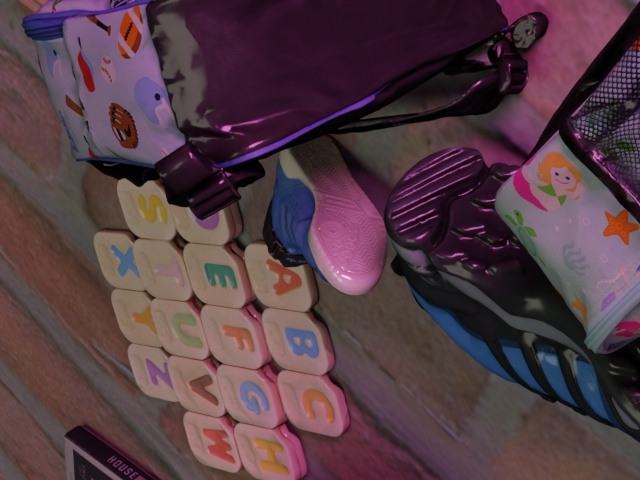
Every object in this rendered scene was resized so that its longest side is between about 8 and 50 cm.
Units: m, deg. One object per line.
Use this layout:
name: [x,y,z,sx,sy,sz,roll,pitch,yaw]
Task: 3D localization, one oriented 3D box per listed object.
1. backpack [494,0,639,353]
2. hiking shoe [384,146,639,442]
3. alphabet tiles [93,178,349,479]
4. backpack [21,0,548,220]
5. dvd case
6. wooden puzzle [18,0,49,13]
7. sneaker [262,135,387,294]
backpack: [0.212,-0.045,0.632,0.191,0.225,0.253,58,145,11]
hiking shoe: [0.175,0.058,0.847,0.304,0.113,0.132,38,162,21]
alphabet tiles: [-0.095,0.077,1.184,0.278,0.021,0.284,5,116,45]
backpack: [-0.056,-0.137,0.841,0.263,0.276,0.213,-9,101,55]
dvd case: [-0.172,0.314,1.401,0.239,0.029,0.179,28,131,32]
wooden puzzle: [-0.212,-0.277,1.083,0.239,0.044,0.221,35,134,21]
sneaker: [0.001,0.000,0.979,0.084,0.058,0.152,106,149,-42]
